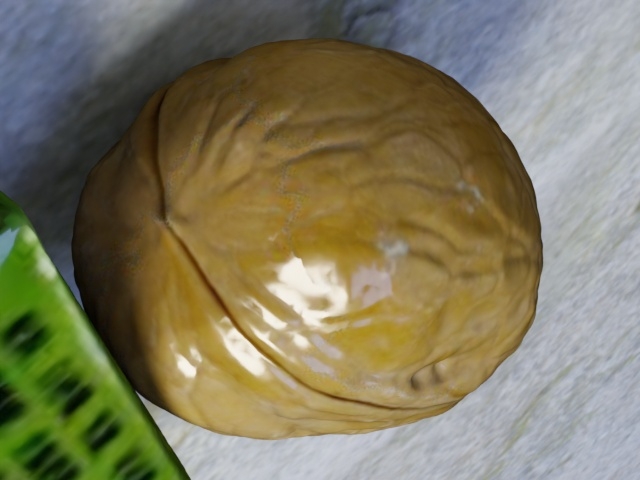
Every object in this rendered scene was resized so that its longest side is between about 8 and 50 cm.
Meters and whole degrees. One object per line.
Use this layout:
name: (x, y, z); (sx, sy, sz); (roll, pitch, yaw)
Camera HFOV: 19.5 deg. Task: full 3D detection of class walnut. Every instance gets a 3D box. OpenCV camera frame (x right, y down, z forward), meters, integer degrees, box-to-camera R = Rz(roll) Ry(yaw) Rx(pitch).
walnut: (0.000, 0.000, 0.734); (0.197, 0.165, 0.165); (-8, 134, -53)

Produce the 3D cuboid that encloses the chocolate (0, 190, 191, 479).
chocolate: (-0.201, 0.118, 0.668); (0.289, 0.137, 0.301); (-37, 147, -11)
